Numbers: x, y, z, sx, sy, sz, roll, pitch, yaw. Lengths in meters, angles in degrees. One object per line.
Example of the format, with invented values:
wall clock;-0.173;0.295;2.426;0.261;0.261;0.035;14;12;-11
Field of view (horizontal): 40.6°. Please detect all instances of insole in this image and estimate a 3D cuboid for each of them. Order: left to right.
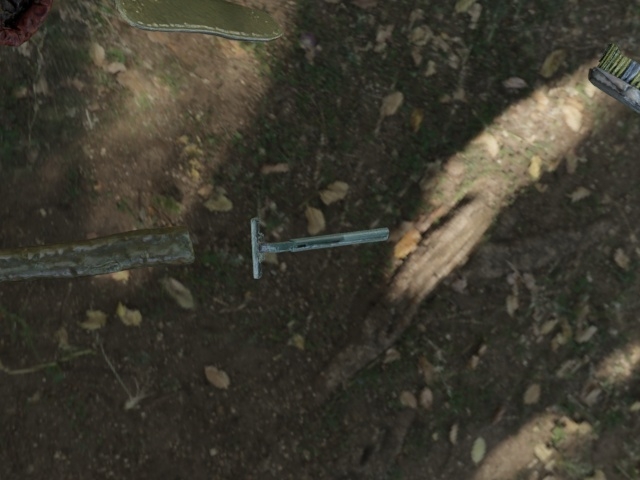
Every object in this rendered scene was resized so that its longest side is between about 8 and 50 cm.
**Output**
insole;-0.146;-0.281;1.082;0.248;0.081;0.011;-9;147;-45

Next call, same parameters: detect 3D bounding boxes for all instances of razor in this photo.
razor;0.004;0.001;1.220;0.211;0.036;0.084;-6;100;-22

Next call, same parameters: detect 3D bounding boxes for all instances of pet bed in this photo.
pet bed;-0.542;-0.442;1.504;0.201;0.053;0.201;9;90;-66

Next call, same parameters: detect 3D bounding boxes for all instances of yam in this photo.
yam;-0.308;0.022;1.159;0.274;0.061;0.061;-8;116;-15

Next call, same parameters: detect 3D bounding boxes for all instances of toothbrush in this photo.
toothbrush;0.358;-0.054;0.640;0.035;0.413;0.042;14;111;-45
